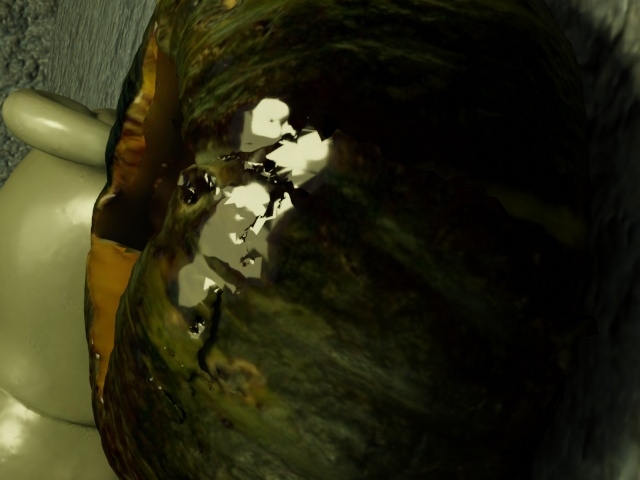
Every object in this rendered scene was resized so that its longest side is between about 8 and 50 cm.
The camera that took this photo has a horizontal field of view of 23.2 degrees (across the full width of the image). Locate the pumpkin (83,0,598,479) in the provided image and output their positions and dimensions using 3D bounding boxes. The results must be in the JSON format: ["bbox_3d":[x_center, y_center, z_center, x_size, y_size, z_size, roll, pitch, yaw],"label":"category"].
[{"bbox_3d":[0.000,0.000,0.714,0.320,0.192,0.320,-171,90,-74],"label":"pumpkin"}]

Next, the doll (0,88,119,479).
[{"bbox_3d":[-0.154,0.074,1.115,0.215,0.226,0.370,42,122,55],"label":"doll"}]
